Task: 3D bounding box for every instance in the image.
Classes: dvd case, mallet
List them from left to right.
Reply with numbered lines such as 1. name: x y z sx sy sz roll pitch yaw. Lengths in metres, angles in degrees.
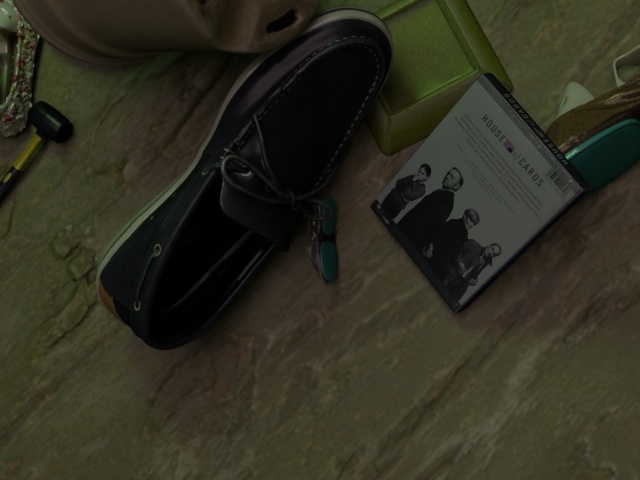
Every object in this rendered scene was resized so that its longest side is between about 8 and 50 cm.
1. mallet: -0.431 -0.114 1.376 0.190 0.039 0.062 -46 74 6
2. dvd case: 0.179 -0.051 1.148 0.179 0.029 0.239 53 130 17

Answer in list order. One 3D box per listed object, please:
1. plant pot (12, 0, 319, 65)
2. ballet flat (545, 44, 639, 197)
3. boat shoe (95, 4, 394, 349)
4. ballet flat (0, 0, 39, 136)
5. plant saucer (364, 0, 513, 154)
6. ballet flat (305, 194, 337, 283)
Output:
1. plant pot: -0.162 -0.352 1.139 0.305 0.334 0.334 22 85 45
2. ballet flat: 0.368 -0.163 1.156 0.342 0.116 0.124 -32 54 6
3. boat shoe: -0.078 -0.065 1.186 0.500 0.187 0.156 -48 42 7
4. ballet flat: -0.451 -0.268 1.385 0.091 0.077 0.241 -8 78 13
5. plant saucer: 0.122 -0.234 1.253 0.188 0.045 0.188 -27 75 8
6. ballet flat: 0.000 0.000 1.249 0.041 0.041 0.114 -3 79 13
